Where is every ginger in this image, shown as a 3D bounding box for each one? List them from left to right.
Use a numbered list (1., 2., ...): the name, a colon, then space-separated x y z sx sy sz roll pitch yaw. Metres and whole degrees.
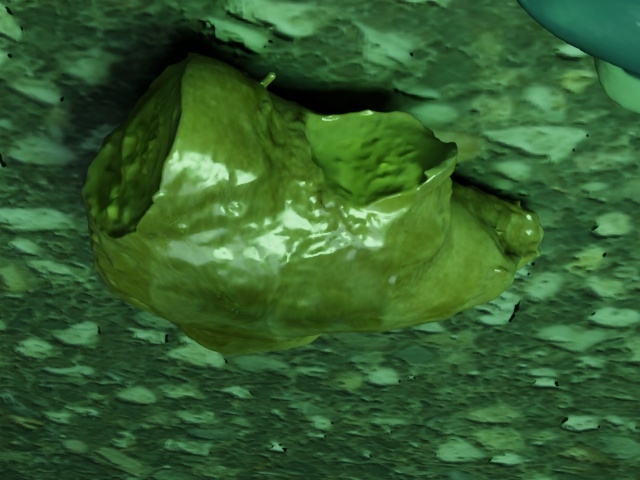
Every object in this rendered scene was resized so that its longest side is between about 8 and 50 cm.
1. ginger: 0.000 0.000 0.906 0.270 0.123 0.219 20 143 -21

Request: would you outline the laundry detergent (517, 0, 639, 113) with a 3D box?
1. laundry detergent: 0.149 -0.144 0.677 0.143 0.094 0.290 -2 147 6
